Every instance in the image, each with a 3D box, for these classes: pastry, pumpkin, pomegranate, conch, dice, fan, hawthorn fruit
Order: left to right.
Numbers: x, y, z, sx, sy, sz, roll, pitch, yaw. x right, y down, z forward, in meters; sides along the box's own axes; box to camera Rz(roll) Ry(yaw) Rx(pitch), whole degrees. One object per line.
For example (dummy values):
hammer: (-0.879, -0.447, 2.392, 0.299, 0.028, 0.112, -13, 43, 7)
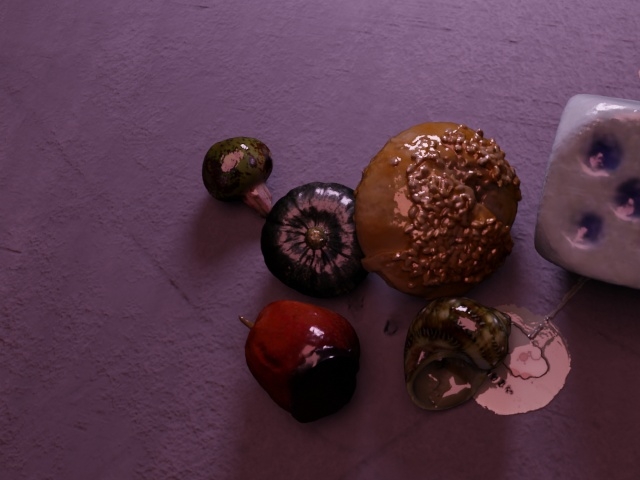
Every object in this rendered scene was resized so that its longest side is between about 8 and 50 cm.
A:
pomegranate: (-0.148, -0.118, 1.689, 0.138, 0.163, 0.125, -35, 26, -18)
hawthorn fruit: (-0.046, 0.191, 1.506, 0.251, 0.189, 0.190, 20, 74, 33)
pumpkin: (-0.001, -0.001, 1.577, 0.211, 0.152, 0.212, -5, 72, 17)
pastry: (0.206, -0.054, 1.488, 0.284, 0.184, 0.316, 41, 68, -14)
conch: (0.225, 0.175, 1.470, 0.181, 0.187, 0.124, -6, 29, 9)
fan: (0.368, 0.147, 1.514, 0.329, 0.009, 0.191, -45, 66, -6)
dice: (0.490, -0.079, 1.391, 0.262, 0.268, 0.265, 15, 105, 21)

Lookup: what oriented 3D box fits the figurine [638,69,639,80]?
figurine: (0.665, -0.244, 1.528, 0.236, 0.141, 0.163, -4, 63, 11)
